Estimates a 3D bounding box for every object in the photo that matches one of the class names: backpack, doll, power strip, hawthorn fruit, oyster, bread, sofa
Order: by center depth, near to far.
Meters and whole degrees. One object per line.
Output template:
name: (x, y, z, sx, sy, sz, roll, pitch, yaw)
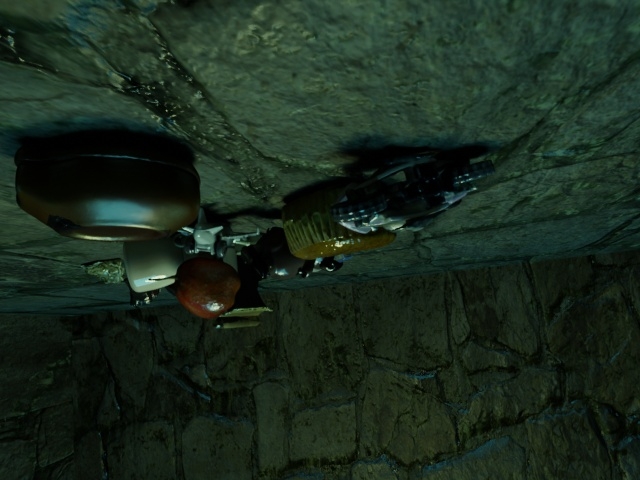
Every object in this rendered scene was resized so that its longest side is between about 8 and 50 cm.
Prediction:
bread: (0.038, -0.036, 1.190, 0.227, 0.142, 0.253, -7, 171, -40)
hawthorn fruit: (-0.309, 0.106, 1.325, 0.203, 0.162, 0.163, 26, 153, -32)
doll: (-0.066, 0.031, 1.335, 0.257, 0.182, 0.117, -13, 145, -43)
power strip: (-0.165, 0.015, 1.599, 0.093, 0.053, 0.288, -14, 168, 39)
oyster: (-0.714, 0.100, 1.762, 0.177, 0.064, 0.125, 1, 158, 18)
sofa: (-0.313, 0.177, 1.849, 0.200, 0.258, 0.182, 4, 152, -45)
backpack: (-0.608, 0.147, 1.852, 0.106, 0.120, 0.165, -9, -157, 8)

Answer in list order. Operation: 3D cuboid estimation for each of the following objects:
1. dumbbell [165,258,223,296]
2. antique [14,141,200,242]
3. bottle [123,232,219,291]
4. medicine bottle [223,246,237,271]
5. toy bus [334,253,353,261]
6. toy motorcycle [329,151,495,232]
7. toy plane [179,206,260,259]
dumbbell: (-0.390, 0.090, 1.604, 0.153, 0.152, 0.218, -1, 169, -25)
antique: (-0.322, -0.071, 0.827, 0.278, 0.129, 0.223, 4, 169, -33)
bottle: (-0.392, 0.046, 1.416, 0.237, 0.147, 0.147, -11, 171, -12)
medicine bottle: (-0.307, 0.089, 1.702, 0.080, 0.130, 0.080, -5, 170, -1)
toy bus: (0.057, 0.053, 1.901, 0.051, 0.061, 0.153, -6, 170, -32)
toy motorcycle: (0.158, -0.090, 1.000, 0.327, 0.143, 0.188, -18, -178, -17)
toy plane: (-0.263, -0.007, 1.286, 0.251, 0.101, 0.255, 5, 171, 7)
